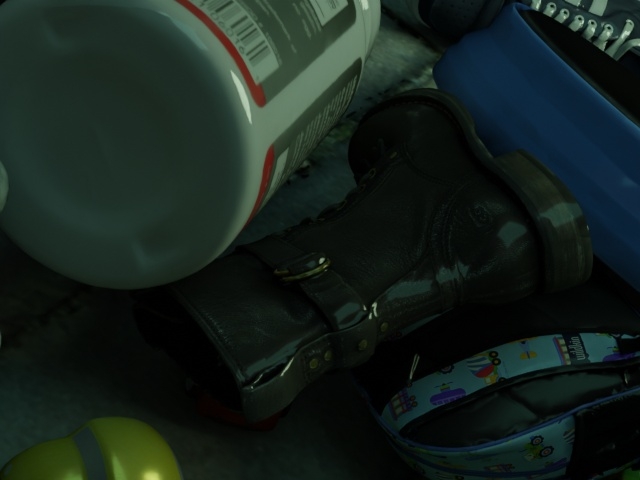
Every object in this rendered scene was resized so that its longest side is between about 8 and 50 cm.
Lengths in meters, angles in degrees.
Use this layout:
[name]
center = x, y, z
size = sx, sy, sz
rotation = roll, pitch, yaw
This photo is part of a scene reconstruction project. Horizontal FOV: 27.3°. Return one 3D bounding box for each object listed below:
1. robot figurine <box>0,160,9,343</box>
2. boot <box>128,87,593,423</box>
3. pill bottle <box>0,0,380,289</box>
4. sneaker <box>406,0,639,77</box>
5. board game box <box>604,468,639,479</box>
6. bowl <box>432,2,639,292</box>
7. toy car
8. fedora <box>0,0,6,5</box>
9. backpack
[robot figurine]
center = -0.317, 0.001, 0.550
size = 0.354, 0.200, 0.299
rotation = 5, 77, -28
[boot]
center = 0.000, 0.000, 0.747
size = 0.229, 0.091, 0.263
rotation = -20, 24, -16
[pill bottle]
center = -0.067, -0.100, 0.748
size = 0.161, 0.161, 0.283
rotation = 33, 29, 2
[sneaker]
center = 0.217, -0.172, 1.151
size = 0.282, 0.099, 0.153
rotation = 5, 44, -32
[board game box]
center = 0.248, 0.167, 0.864
size = 0.124, 0.039, 0.259
rotation = 31, 42, -2
[bowl]
center = 0.256, -0.032, 0.936
size = 0.391, 0.077, 0.391
rotation = 34, 18, -12
[toy car]
center = -0.023, 0.133, 0.713
size = 0.225, 0.053, 0.239
rotation = 39, 40, 10
[fedora]
center = -0.165, -0.226, 0.883
size = 0.153, 0.334, 0.334
rotation = 11, 33, 24
[backpack]
center = 0.107, 0.085, 0.793
size = 0.173, 0.116, 0.158
rotation = -20, 43, -14
